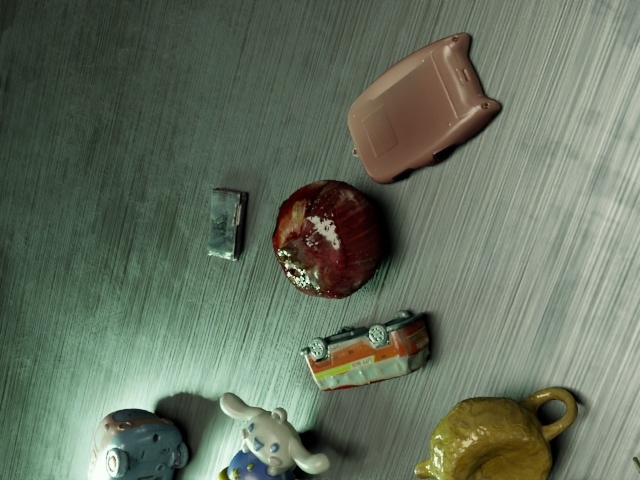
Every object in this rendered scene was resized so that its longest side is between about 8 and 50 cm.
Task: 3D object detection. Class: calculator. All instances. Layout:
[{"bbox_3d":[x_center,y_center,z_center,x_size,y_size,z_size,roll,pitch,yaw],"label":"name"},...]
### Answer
[{"bbox_3d":[0.176,-0.244,1.507,0.329,0.048,0.220,-32,73,38],"label":"calculator"}]

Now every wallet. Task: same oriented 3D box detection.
[{"bbox_3d":[-0.225,-0.040,1.853,0.111,0.030,0.166,11,97,44],"label":"wallet"}]

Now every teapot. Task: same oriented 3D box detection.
[{"bbox_3d":[0.299,0.342,1.356,0.311,0.203,0.167,-35,25,13],"label":"teapot"}]

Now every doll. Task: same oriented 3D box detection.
[{"bbox_3d":[-0.087,0.482,1.680,0.311,0.159,0.243,7,81,40],"label":"doll"}]

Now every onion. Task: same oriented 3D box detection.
[{"bbox_3d":[0.000,0.000,1.548,0.252,0.219,0.252,12,107,42],"label":"onion"}]

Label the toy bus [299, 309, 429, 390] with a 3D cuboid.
[{"bbox_3d":[0.096,0.222,1.544,0.265,0.121,0.120,-20,87,37],"label":"toy bus"}]

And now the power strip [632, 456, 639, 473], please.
[{"bbox_3d":[0.564,0.460,1.209,0.092,0.034,0.268,-41,66,33],"label":"power strip"}]

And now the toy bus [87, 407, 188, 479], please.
[{"bbox_3d":[-0.492,0.557,1.991,0.232,0.197,0.294,38,116,44],"label":"toy bus"}]
